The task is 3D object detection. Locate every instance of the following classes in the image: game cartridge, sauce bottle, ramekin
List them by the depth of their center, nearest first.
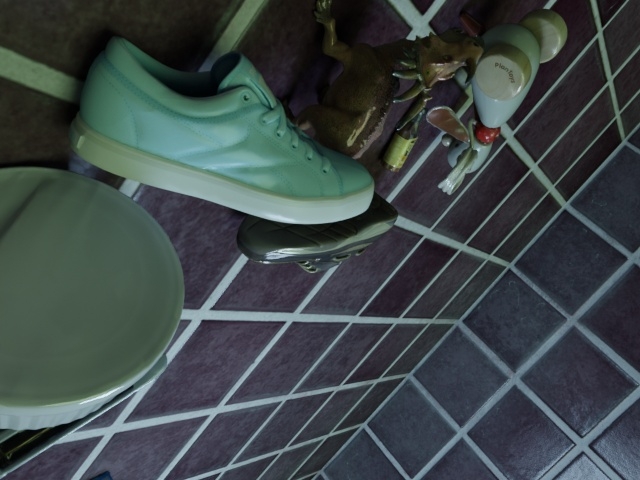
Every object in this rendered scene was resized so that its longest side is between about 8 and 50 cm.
[{"bbox_3d":[-0.289,0.064,0.598,0.272,0.273,0.127,-18,156,-39],"label":"ramekin"},{"bbox_3d":[-0.365,0.237,0.843,0.297,0.062,0.198,-32,-179,-19],"label":"game cartridge"},{"bbox_3d":[0.155,-0.187,1.059,0.042,0.042,0.128,-10,137,-47],"label":"sauce bottle"}]

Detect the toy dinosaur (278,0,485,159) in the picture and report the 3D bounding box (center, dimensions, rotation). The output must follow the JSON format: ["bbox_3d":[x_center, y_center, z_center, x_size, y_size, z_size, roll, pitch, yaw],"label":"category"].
[{"bbox_3d":[0.056,-0.177,0.770,0.127,0.200,0.296,-5,134,-50],"label":"toy dinosaur"}]

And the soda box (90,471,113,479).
[{"bbox_3d":[-0.519,0.562,1.181,0.210,0.067,0.071,-16,142,-40],"label":"soda box"}]

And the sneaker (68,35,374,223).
[{"bbox_3d":[-0.075,-0.122,0.651,0.365,0.135,0.150,9,122,-30],"label":"sneaker"}]

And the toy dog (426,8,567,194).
[{"bbox_3d":[0.269,-0.263,1.016,0.220,0.161,0.334,-35,159,-49],"label":"toy dog"}]

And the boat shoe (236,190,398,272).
[{"bbox_3d":[0.000,0.000,1.020,0.355,0.132,0.130,-11,138,-44],"label":"boat shoe"}]
